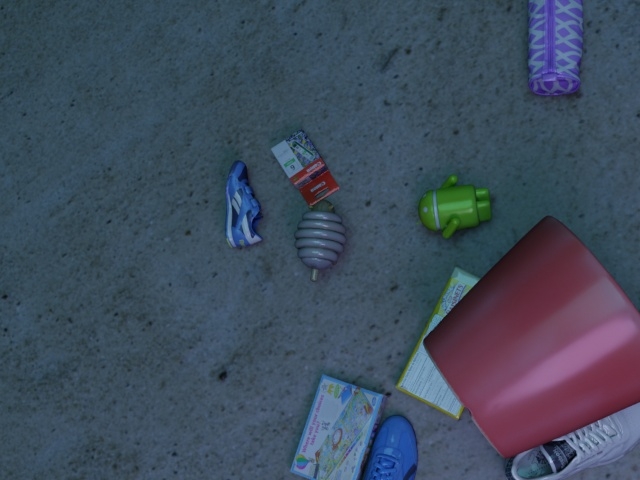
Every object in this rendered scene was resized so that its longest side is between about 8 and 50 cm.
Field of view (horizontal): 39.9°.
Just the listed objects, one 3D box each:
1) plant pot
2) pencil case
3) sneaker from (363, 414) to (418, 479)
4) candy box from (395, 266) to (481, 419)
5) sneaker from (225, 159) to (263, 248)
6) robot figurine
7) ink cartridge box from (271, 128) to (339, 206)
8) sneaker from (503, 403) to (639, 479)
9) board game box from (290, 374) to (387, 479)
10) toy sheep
[{"bbox_3d":[0.290,0.144,1.182,0.243,0.275,0.275,-36,72,5],"label":"plant pot"},{"bbox_3d":[0.362,-0.328,1.364,0.087,0.088,0.206,-2,78,15],"label":"pencil case"},{"bbox_3d":[0.092,0.356,1.274,0.069,0.082,0.209,12,79,18],"label":"sneaker"},{"bbox_3d":[0.205,0.153,1.321,0.105,0.027,0.205,26,84,17],"label":"candy box"},{"bbox_3d":[-0.121,-0.059,1.434,0.059,0.053,0.144,-2,85,13],"label":"sneaker"},{"bbox_3d":[0.202,-0.049,1.347,0.115,0.067,0.101,-7,53,13],"label":"robot figurine"},{"bbox_3d":[-0.025,-0.118,1.435,0.063,0.029,0.115,-33,72,4],"label":"ink cartridge box"},{"bbox_3d":[0.364,0.279,1.222,0.235,0.095,0.090,-32,71,3],"label":"sneaker"},{"bbox_3d":[0.028,0.290,1.324,0.104,0.026,0.154,16,82,24],"label":"board game box"},{"bbox_3d":[0.000,0.000,1.373,0.091,0.091,0.132,0,78,13],"label":"toy sheep"}]
